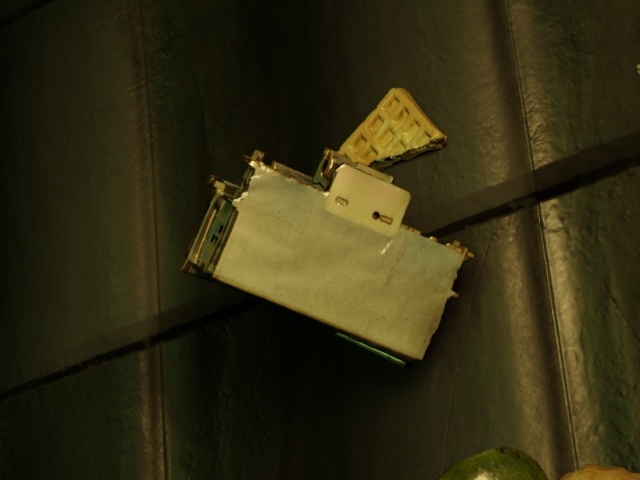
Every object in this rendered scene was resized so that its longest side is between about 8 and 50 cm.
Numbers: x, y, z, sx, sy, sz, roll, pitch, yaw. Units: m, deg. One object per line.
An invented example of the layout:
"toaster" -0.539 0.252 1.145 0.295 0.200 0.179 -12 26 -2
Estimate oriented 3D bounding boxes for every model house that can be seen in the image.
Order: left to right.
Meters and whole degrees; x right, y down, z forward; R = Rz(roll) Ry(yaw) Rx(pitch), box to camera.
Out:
"model house" 0.000 0.000 1.969 0.206 0.271 0.178 -154 85 -78

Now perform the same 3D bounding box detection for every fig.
"fig" 0.161 0.274 1.784 0.123 0.123 0.156 -29 70 30

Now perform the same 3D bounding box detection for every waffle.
"waffle" 0.058 -0.082 2.048 0.152 0.023 0.097 -47 50 16

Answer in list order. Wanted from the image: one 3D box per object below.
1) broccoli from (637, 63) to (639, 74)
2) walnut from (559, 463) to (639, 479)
"broccoli" 0.398 -0.119 1.647 0.288 0.260 0.235 -2 112 43
"walnut" 0.244 0.277 1.672 0.155 0.155 0.184 -44 18 20
